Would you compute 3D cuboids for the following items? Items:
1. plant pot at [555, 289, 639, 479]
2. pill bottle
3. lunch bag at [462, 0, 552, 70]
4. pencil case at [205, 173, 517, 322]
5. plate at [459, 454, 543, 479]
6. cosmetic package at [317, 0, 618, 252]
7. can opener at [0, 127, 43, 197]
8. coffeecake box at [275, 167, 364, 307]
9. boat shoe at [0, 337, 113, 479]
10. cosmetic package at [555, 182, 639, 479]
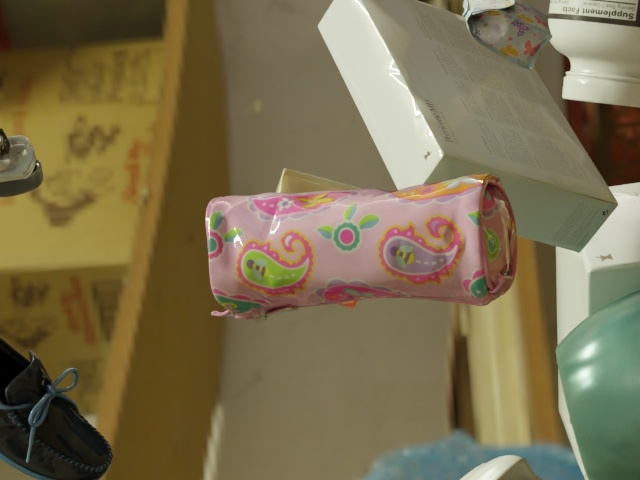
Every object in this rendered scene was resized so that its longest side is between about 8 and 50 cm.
[{"bbox_3d":[0.426,0.191,2.099,0.293,0.235,0.293,-14,-90,-81],"label":"plant pot"},{"bbox_3d":[0.365,-0.320,1.979,0.181,0.182,0.322,-67,-17,-83],"label":"pill bottle"},{"bbox_3d":[0.175,-0.208,1.614,0.053,0.083,0.071,-61,7,23],"label":"lunch bag"},{"bbox_3d":[0.033,0.008,1.532,0.124,0.284,0.124,-5,-90,-70],"label":"pencil case"},{"bbox_3d":[0.160,0.374,2.150,0.045,0.277,0.278,47,180,20],"label":"plate"},{"bbox_3d":[0.184,-0.165,2.185,0.097,0.284,0.377,-54,38,28],"label":"cosmetic package"},{"bbox_3d":[-0.467,-0.066,1.973,0.095,0.284,0.076,86,173,-46],"label":"can opener"},{"bbox_3d":[0.000,0.000,2.127,0.185,0.142,0.068,112,172,-59],"label":"coffeecake box"},{"bbox_3d":[-0.308,0.151,1.669,0.089,0.258,0.109,-46,19,27],"label":"boat shoe"},{"bbox_3d":[0.422,0.135,2.368,0.217,0.156,0.385,-101,5,-57],"label":"cosmetic package"}]
